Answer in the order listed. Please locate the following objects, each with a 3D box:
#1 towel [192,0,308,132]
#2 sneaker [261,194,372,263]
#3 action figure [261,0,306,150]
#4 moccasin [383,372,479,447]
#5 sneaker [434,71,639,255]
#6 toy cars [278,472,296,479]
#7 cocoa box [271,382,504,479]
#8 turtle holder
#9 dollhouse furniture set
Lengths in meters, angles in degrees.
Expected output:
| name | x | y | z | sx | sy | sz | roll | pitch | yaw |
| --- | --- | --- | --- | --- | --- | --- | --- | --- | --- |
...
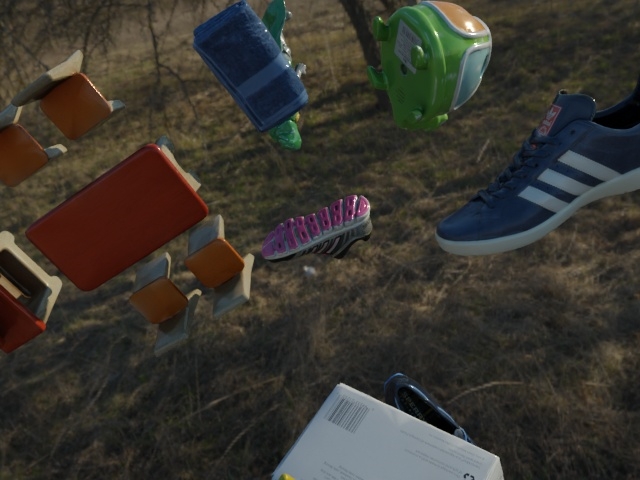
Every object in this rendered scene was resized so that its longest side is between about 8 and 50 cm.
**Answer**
| name | x | y | z | sx | sy | sz | roll | pitch | yaw |
| --- | --- | --- | --- | --- | --- | --- | --- | --- | --- |
| towel | -0.065 | -0.166 | 0.556 | 0.067 | 0.119 | 0.029 | -30 | 36 | 12 |
| sneaker | 0.000 | 0.000 | 0.815 | 0.170 | 0.075 | 0.063 | -24 | 44 | 8 |
| action figure | -0.058 | -0.231 | 0.840 | 0.063 | 0.137 | 0.232 | 1 | 66 | -19 |
| moccasin | 0.254 | 0.446 | 1.233 | 0.138 | 0.342 | 0.117 | -45 | -8 | -5 |
| sneaker | 0.298 | -0.107 | 0.749 | 0.350 | 0.148 | 0.131 | -27 | 23 | 7 |
| toy cars | -0.128 | 0.453 | 0.715 | 0.393 | 0.177 | 0.087 | -16 | 11 | -40 |
| cocoa box | 0.134 | 0.467 | 1.035 | 0.347 | 0.228 | 0.231 | 14 | 52 | 39 |
| turtle holder | 0.262 | -0.379 | 1.296 | 0.227 | 0.320 | 0.243 | -22 | 28 | -17 |
| dollhouse furniture set | -0.228 | 0.010 | 0.524 | 0.259 | 0.262 | 0.135 | -32 | 25 | 12 |
